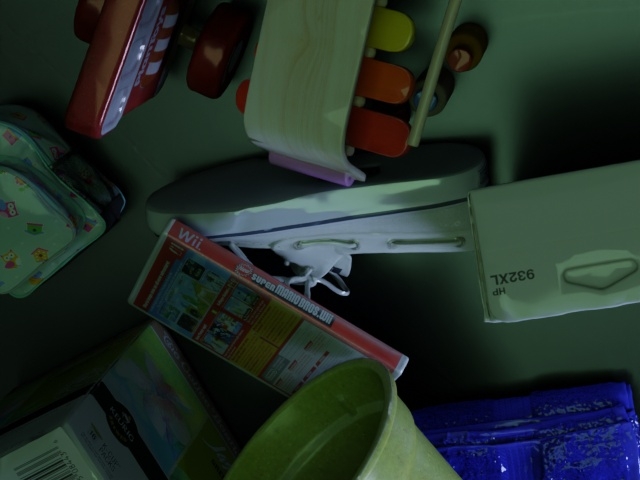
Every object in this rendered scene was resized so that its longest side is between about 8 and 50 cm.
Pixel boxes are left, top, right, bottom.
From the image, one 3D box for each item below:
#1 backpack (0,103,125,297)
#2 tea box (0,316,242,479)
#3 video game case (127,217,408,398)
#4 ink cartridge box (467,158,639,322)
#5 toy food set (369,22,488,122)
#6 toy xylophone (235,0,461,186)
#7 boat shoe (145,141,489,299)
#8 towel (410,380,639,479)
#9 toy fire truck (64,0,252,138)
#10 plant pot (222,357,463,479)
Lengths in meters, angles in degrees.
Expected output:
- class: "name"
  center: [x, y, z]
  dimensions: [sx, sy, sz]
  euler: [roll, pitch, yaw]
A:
- class: "backpack"
  center: [-0.334, -0.047, 1.853]
  dimensions: [0.166, 0.144, 0.188]
  euler: [-37, 94, 24]
- class: "tea box"
  center: [-0.221, 0.309, 1.839]
  dimensions: [0.220, 0.323, 0.329]
  euler: [-28, 101, 18]
- class: "video game case"
  center: [-0.062, 0.094, 1.828]
  dimensions: [0.285, 0.025, 0.204]
  euler: [31, 152, -3]
- class: "ink cartridge box"
  center: [0.279, -0.005, 1.648]
  dimensions: [0.223, 0.307, 0.129]
  euler: [-10, 89, 14]
- class: "toy food set"
  center: [0.052, -0.165, 1.760]
  dimensions: [0.232, 0.104, 0.111]
  euler: [2, 107, 10]
- class: "toy xylophone"
  center: [0.037, -0.205, 1.685]
  dimensions: [0.236, 0.081, 0.323]
  euler: [26, 103, 25]
- class: "boat shoe"
  center: [0.002, -0.004, 1.819]
  dimensions: [0.367, 0.136, 0.156]
  euler: [-7, 115, 6]
- class: "towel"
  center: [0.202, 0.283, 1.863]
  dimensions: [0.308, 0.076, 0.228]
  euler: [-8, 99, 8]
- class: "toy fire truck"
  center: [-0.152, -0.259, 1.693]
  dimensions: [0.169, 0.254, 0.302]
  euler: [25, 110, 3]
- class: "plant pot"
  center: [0.060, 0.305, 1.733]
  dimensions: [0.254, 0.276, 0.276]
  euler: [42, 110, -19]
